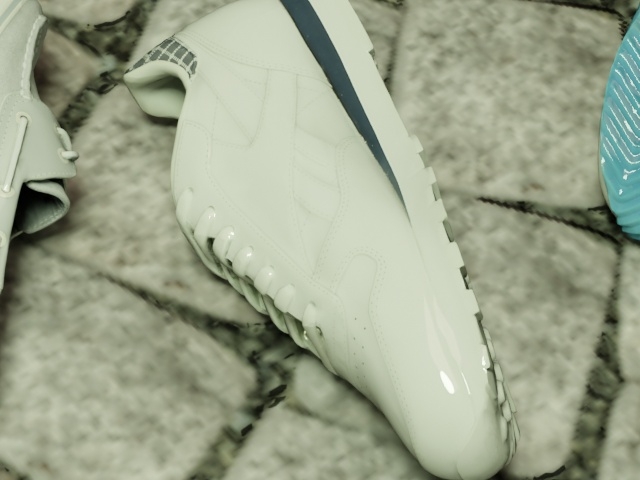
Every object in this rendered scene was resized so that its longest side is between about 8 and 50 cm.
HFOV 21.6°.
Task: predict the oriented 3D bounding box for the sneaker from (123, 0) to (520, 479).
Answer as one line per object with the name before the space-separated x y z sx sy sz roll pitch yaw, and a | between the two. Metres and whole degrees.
sneaker | 0.000 0.000 0.629 0.094 0.090 0.235 -21 51 -5

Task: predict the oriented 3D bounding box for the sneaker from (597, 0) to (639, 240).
sneaker | 0.175 -0.095 0.711 0.087 0.092 0.229 20 72 8

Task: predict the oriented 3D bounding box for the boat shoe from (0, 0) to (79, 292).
boat shoe | -0.126 -0.022 0.641 0.063 0.066 0.184 16 50 -6
